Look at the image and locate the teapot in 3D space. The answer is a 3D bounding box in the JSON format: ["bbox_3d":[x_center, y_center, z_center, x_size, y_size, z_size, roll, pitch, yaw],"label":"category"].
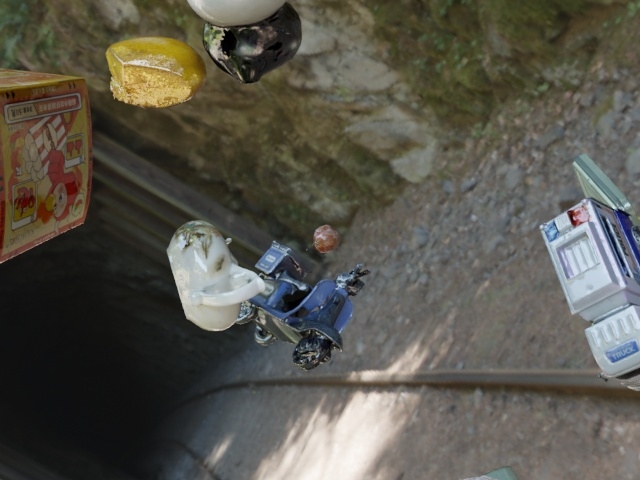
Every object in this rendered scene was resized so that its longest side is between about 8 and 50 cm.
[{"bbox_3d":[-0.192,0.064,1.433,0.298,0.139,0.204,-132,30,-65],"label":"teapot"}]

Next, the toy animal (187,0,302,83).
[{"bbox_3d":[-0.135,-0.413,1.371,0.235,0.187,0.165,73,-163,-45],"label":"toy animal"}]

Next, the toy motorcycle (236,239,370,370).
[{"bbox_3d":[-0.039,0.119,1.538,0.213,0.125,0.358,-51,32,-12],"label":"toy motorcycle"}]

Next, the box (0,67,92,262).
[{"bbox_3d":[-0.511,-0.125,1.225,0.283,0.213,0.260,-56,-27,-72],"label":"box"}]

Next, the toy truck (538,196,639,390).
[{"bbox_3d":[0.442,0.081,1.202,0.124,0.155,0.268,-37,50,35],"label":"toy truck"}]

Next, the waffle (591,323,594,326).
[{"bbox_3d":[0.721,0.216,1.876,0.183,0.036,0.169,-45,41,42],"label":"waffle"}]

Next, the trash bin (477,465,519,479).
[{"bbox_3d":[0.463,0.799,1.923,0.280,0.280,0.432,-55,51,43],"label":"trash bin"}]

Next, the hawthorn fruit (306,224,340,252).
[{"bbox_3d":[0.000,0.000,1.893,0.103,0.067,0.067,-16,-28,-40],"label":"hawthorn fruit"}]

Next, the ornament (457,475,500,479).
[{"bbox_3d":[0.350,0.634,1.714,0.259,0.259,0.225,-58,-11,22],"label":"ornament"}]

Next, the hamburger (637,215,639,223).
[{"bbox_3d":[0.867,0.037,2.148,0.122,0.189,0.215,113,165,-59],"label":"hamburger"}]

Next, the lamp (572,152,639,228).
[{"bbox_3d":[0.656,-0.039,1.759,0.047,0.267,0.269,-27,28,9],"label":"lamp"}]

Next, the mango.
[{"bbox_3d":[-0.417,-0.430,2.023,0.350,0.201,0.199,10,76,40],"label":"mango"}]
